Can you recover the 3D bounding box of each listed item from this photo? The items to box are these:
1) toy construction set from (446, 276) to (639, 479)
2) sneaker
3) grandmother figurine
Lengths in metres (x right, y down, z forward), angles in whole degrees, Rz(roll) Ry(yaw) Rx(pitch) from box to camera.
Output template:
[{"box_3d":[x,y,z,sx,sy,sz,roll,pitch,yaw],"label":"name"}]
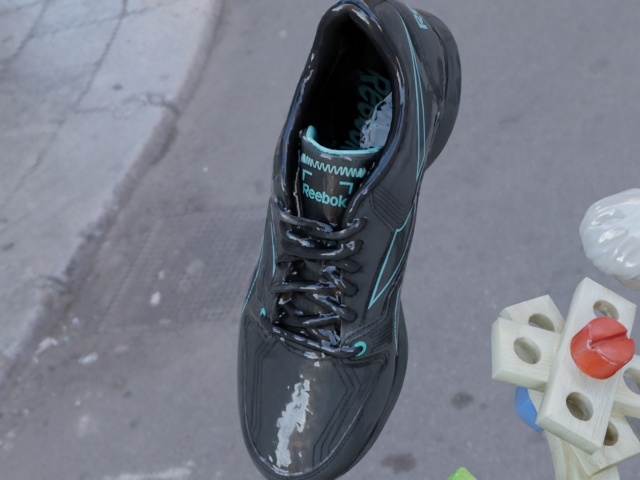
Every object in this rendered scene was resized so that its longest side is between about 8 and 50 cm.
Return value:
[{"box_3d":[0.119,0.186,0.616,0.151,0.328,0.215,34,49,21],"label":"toy construction set"},{"box_3d":[0.000,0.000,0.524,0.101,0.106,0.267,11,90,17],"label":"sneaker"},{"box_3d":[0.372,0.071,0.931,0.104,0.342,0.208,-51,18,8],"label":"grandmother figurine"}]
